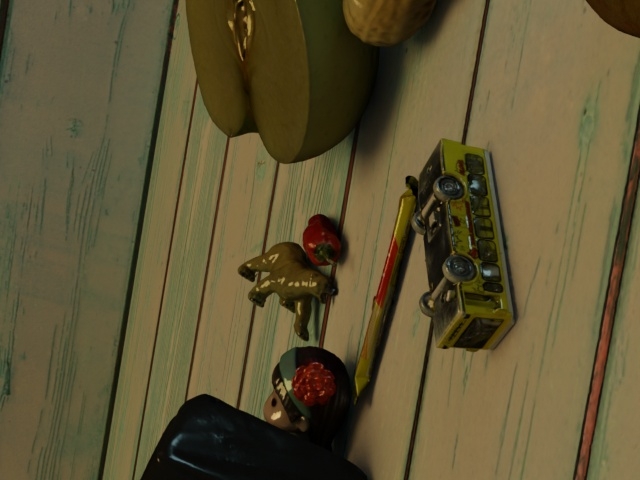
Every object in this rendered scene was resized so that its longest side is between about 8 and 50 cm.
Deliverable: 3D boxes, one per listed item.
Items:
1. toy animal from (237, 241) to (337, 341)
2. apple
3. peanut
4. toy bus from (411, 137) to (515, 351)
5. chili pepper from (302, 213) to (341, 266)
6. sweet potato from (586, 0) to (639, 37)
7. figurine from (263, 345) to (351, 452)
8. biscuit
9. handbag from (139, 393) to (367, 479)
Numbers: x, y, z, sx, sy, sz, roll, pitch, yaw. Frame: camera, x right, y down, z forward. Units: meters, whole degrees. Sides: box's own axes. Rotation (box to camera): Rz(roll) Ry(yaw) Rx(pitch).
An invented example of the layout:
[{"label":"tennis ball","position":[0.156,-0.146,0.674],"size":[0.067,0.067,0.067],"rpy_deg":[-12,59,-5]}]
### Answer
[{"label":"toy animal","position":[-0.041,0.060,2.049],"size":[0.101,0.103,0.218],"rpy_deg":[-53,18,8]},{"label":"apple","position":[-0.075,-0.299,1.922],"size":[0.311,0.320,0.360],"rpy_deg":[-52,-38,-63]},{"label":"peanut","position":[0.116,-0.332,1.682],"size":[0.125,0.111,0.274],"rpy_deg":[-50,2,-35]},{"label":"toy bus","position":[0.142,0.005,1.473],"size":[0.081,0.074,0.226],"rpy_deg":[120,154,-47]},{"label":"chili pepper","position":[-0.001,-0.001,1.981],"size":[0.191,0.050,0.059],"rpy_deg":[-113,18,-73]},{"label":"sweet potato","position":[0.264,-0.252,1.214],"size":[0.108,0.079,0.346],"rpy_deg":[-33,42,30]},{"label":"figurine","position":[-0.022,0.256,1.842],"size":[0.138,0.110,0.245],"rpy_deg":[-126,42,-64]},{"label":"biscuit","position":[0.079,0.064,1.736],"size":[0.048,0.026,0.292],"rpy_deg":[-70,-6,-74]},{"label":"handbag","position":[-0.104,0.370,1.750],"size":[0.302,0.275,0.178],"rpy_deg":[-64,-1,39]}]
